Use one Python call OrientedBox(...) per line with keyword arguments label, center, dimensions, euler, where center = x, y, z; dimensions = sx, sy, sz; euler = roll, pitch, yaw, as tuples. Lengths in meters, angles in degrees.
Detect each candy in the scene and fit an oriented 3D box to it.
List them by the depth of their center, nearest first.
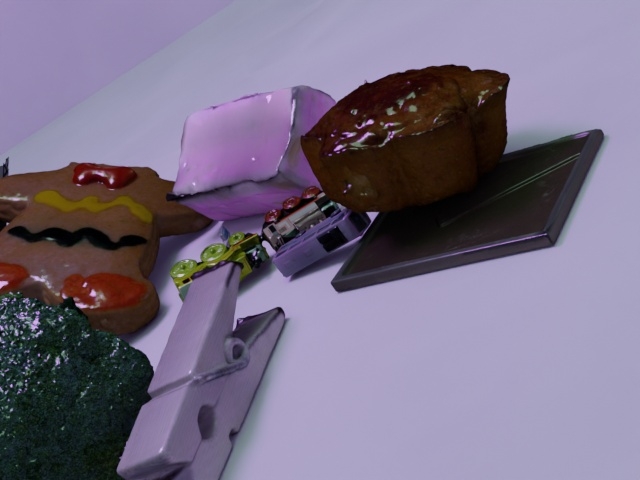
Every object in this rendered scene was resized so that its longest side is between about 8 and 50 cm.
OrientedBox(label="candy", center=(-0.096, -0.125, 1.629), dimensions=(0.265, 0.116, 0.155), euler=(-10, 64, 46))

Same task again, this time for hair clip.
OrientedBox(label="hair clip", center=(-0.124, 0.151, 1.190), dimensions=(0.085, 0.101, 0.330), euler=(-19, 27, 24))

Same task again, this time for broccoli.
OrientedBox(label="broccoli", center=(-0.314, 0.206, 1.204), dimensions=(0.269, 0.254, 0.269), euler=(-56, -6, -9))

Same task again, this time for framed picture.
OrientedBox(label="framed picture", center=(0.166, -0.034, 1.282), dimensions=(0.289, 0.016, 0.213), euler=(-15, 27, 39))

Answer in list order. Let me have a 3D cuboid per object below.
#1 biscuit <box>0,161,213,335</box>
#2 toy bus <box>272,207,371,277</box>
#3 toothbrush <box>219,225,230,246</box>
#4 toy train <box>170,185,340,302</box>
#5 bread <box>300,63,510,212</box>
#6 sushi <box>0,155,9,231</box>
OrientedBox(label="biscuit", center=(-0.373, -0.012, 1.682), dimensions=(0.368, 0.076, 0.394), euler=(7, 34, 11))
OrientedBox(label="toy bus", center=(0.000, 0.000, 1.387), dimensions=(0.131, 0.037, 0.052), euler=(-30, 13, 30))
OrientedBox(label="toothbrush", center=(-0.143, 0.036, 1.561), dimensions=(0.017, 0.022, 0.204), euler=(-29, 25, 18))
OrientedBox(label="toy train", center=(-0.081, 0.007, 1.483), dimensions=(0.250, 0.053, 0.085), euler=(-31, 33, -9))
OrientedBox(label="bread", center=(0.091, -0.122, 1.324), dimensions=(0.232, 0.135, 0.247), euler=(-32, 24, -35))
OrientedBox(label="sushi", center=(-0.602, 0.054, 1.789), dimensions=(0.100, 0.296, 0.373), euler=(9, 27, -2))
